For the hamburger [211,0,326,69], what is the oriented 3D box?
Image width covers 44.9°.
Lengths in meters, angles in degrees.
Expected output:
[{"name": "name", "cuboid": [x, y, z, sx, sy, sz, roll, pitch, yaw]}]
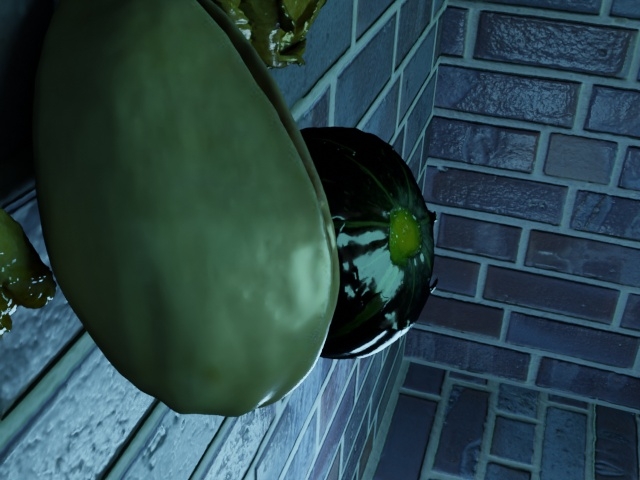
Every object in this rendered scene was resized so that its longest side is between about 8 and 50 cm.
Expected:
[{"name": "hamburger", "cuboid": [-0.059, -0.296, 0.610, 0.318, 0.158, 0.319, 11, 90, -78]}]

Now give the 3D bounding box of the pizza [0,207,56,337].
[{"name": "pizza", "cuboid": [-0.221, 0.041, 0.430, 0.182, 0.062, 0.161, 80, 26, -59]}]

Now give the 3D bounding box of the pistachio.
[{"name": "pistachio", "cuboid": [-0.097, -0.035, 0.538, 0.193, 0.213, 0.318, -18, 94, -62]}]

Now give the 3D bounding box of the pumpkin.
[{"name": "pumpkin", "cuboid": [0.000, 0.000, 0.999, 0.296, 0.295, 0.296, 11, 90, -76]}]
